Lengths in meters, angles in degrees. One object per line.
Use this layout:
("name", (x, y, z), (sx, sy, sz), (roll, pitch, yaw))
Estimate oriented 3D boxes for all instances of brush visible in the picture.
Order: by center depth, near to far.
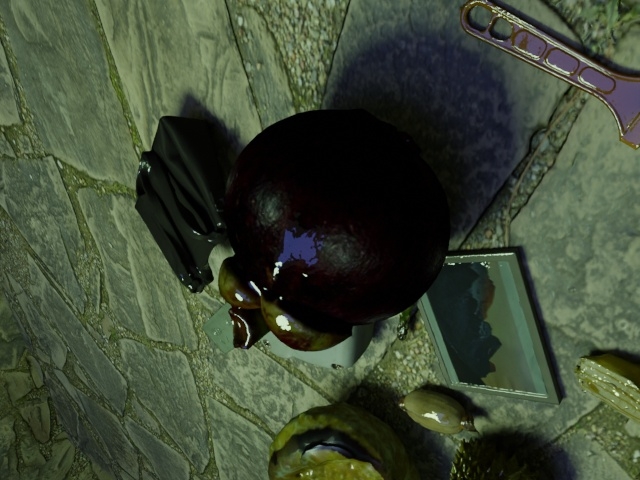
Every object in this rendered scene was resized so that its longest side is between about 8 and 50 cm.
("brush", (0.284, -0.181, 0.571), (0.314, 0.017, 0.090), (36, 133, 16))

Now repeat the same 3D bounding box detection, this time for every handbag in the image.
("handbag", (-0.254, -0.057, 0.991), (0.257, 0.113, 0.285), (61, 141, 21))

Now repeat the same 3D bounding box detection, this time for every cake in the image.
("cake", (0.442, 0.193, 0.686), (0.185, 0.116, 0.080), (-143, 37, -63))

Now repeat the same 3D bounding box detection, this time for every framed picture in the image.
("framed picture", (0.247, 0.135, 0.822), (0.192, 0.018, 0.266), (-6, 114, 44))

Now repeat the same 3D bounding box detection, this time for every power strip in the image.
("power strip", (-0.173, 0.167, 1.169), (0.093, 0.053, 0.288), (49, 138, 1))

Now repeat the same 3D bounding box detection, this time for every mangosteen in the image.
("mangosteen", (0.000, 0.000, 0.696), (0.306, 0.307, 0.347), (36, 100, 14))

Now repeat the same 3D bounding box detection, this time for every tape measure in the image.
("tape measure", (-0.033, 0.098, 0.949), (0.265, 0.130, 0.258), (10, 122, 35))

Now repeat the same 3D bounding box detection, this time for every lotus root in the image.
("lotus root", (0.209, 0.302, 0.937), (0.150, 0.062, 0.073), (9, 131, 36))

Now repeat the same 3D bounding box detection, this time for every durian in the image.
("durian", (0.293, 0.452, 0.898), (0.172, 0.166, 0.306), (24, 141, 29))

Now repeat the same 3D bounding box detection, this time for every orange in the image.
("orange", (0.065, 0.475, 1.064), (0.270, 0.210, 0.369), (-27, 102, 23))

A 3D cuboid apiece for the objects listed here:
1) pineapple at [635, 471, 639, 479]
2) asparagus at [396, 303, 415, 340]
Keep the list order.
("pineapple", (0.523, 0.409, 0.708), (0.170, 0.141, 0.310), (-13, 119, 18))
("asparagus", (0.151, 0.077, 0.834), (0.024, 0.025, 0.249), (2, 131, -10))
